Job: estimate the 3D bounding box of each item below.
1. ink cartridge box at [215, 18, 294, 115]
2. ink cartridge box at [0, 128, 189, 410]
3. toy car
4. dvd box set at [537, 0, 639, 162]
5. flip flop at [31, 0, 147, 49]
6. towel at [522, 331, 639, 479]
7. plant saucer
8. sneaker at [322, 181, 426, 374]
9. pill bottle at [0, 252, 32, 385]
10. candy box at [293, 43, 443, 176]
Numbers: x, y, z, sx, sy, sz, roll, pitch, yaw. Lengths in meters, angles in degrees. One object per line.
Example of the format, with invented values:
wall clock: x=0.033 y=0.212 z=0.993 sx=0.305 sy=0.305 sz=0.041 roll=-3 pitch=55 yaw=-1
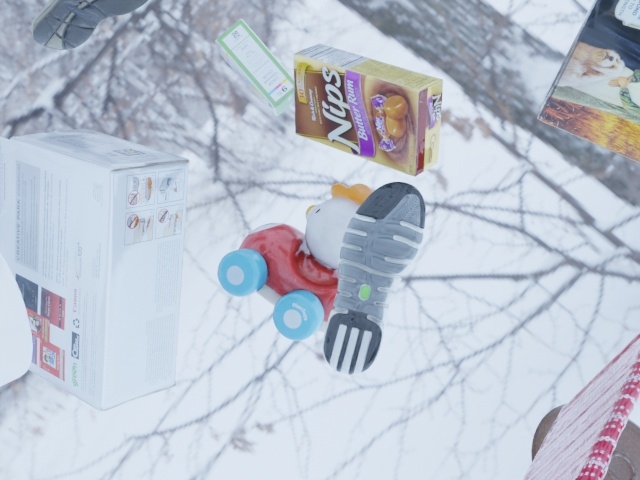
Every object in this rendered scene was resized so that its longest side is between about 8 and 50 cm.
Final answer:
ink cartridge box: x=-0.087 y=-0.274 z=1.712 sx=0.062 sy=0.209 sz=0.109 roll=-42 pitch=0 yaw=-1
ink cartridge box: x=-0.314 y=0.020 z=1.294 sx=0.130 sy=0.272 sz=0.309 roll=-14 pitch=-64 yaw=-49
toy car: x=0.000 y=0.000 z=1.541 sx=0.238 sy=0.210 sz=0.219 roll=-58 pitch=-15 yaw=19
dvd box set: x=0.539 y=-0.207 z=1.302 sx=0.062 sy=0.420 sz=0.307 roll=-60 pitch=-7 yaw=-49
flip flop: x=-0.360 y=-0.394 z=1.580 sx=0.277 sy=0.112 sz=0.080 roll=-26 pitch=53 yaw=38
towel: x=0.250 y=0.195 z=0.952 sx=0.275 sy=0.031 sz=0.199 roll=-43 pitch=-13 yaw=-46
plant saucer: x=0.337 y=0.269 z=1.144 sx=0.036 sy=0.199 sz=0.198 roll=-55 pitch=6 yaw=47
sneaker: x=0.055 y=0.044 z=1.170 sx=0.132 sy=0.086 sz=0.228 roll=90 pitch=-158 yaw=-83
pill bottle: x=-0.363 y=0.093 z=0.651 sx=0.318 sy=0.176 sz=0.176 roll=-24 pitch=-9 yaw=-38
candy box: x=0.053 y=-0.157 z=1.180 sx=0.053 sy=0.187 sz=0.109 roll=-31 pitch=-48 yaw=-40
